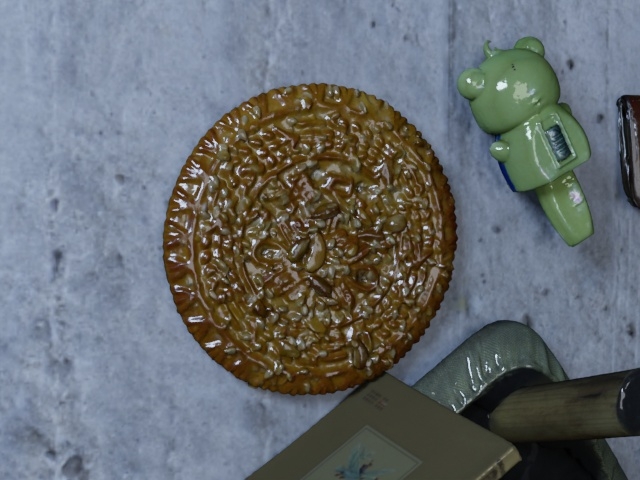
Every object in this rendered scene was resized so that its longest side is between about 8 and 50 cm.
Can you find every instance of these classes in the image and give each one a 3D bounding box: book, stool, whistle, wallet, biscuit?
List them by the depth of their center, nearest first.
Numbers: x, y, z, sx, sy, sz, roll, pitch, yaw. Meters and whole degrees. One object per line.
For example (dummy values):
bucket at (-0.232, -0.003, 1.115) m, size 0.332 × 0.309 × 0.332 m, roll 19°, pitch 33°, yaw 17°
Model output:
book at (-0.005, 0.241, 0.851) m, size 0.310 × 0.217 × 0.021 m, roll -36°, pitch 114°, yaw -17°
stool at (0.203, 0.273, 0.933) m, size 0.310 × 0.226 × 0.310 m, roll -39°, pitch 106°, yaw -18°
biscuit at (0.000, 0.000, 0.937) m, size 0.305 × 0.038 × 0.305 m, roll -1°, pitch 93°, yaw -22°
whistle at (0.218, -0.100, 0.995) m, size 0.105 × 0.085 × 0.227 m, roll -32°, pitch 102°, yaw -17°
wallet at (0.448, -0.099, 1.117) m, size 0.255 × 0.031 × 0.137 m, roll -5°, pitch 94°, yaw -22°
